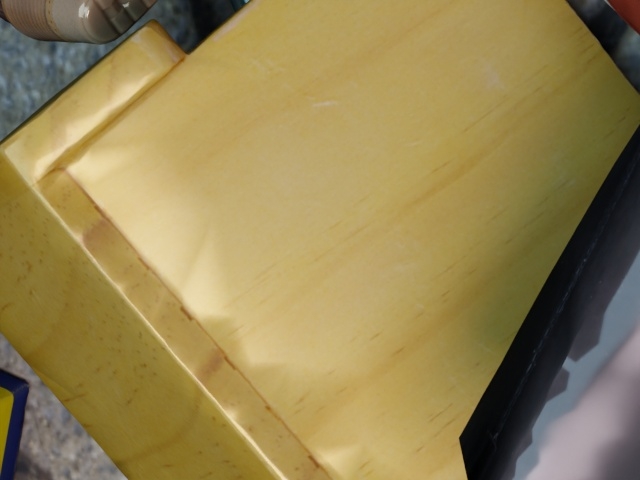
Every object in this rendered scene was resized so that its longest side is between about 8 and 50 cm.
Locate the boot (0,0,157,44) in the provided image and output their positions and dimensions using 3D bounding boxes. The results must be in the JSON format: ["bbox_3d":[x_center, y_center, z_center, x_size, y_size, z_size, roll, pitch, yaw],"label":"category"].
[{"bbox_3d":[-0.114,-0.221,1.188,0.207,0.248,0.090,30,154,48],"label":"boot"}]

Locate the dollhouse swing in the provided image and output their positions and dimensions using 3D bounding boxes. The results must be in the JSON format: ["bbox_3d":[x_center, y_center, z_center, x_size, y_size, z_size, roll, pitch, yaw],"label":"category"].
[{"bbox_3d":[0.000,0.000,1.193,0.347,0.305,0.315,50,156,-9],"label":"dollhouse swing"}]

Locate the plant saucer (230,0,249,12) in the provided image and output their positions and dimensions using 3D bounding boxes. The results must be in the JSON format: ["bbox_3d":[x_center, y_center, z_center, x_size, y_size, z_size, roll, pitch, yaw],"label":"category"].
[{"bbox_3d":[-0.011,-0.167,1.209,0.119,0.021,0.119,6,106,22],"label":"plant saucer"}]

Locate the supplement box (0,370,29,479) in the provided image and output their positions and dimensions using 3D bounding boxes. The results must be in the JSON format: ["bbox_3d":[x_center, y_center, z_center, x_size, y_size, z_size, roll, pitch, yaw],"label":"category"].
[{"bbox_3d":[-0.379,0.199,1.282,0.194,0.356,0.195,20,110,19],"label":"supplement box"}]

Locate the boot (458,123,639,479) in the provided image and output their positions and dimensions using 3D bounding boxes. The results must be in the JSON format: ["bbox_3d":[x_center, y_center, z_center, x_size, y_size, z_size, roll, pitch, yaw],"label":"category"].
[{"bbox_3d":[0.315,0.012,0.900,0.367,0.146,0.445,26,105,1],"label":"boot"}]

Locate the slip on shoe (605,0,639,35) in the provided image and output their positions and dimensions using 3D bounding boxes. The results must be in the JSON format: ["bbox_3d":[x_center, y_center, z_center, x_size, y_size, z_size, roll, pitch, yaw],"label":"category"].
[{"bbox_3d":[0.239,-0.113,1.067,0.123,0.101,0.331,-41,84,29],"label":"slip on shoe"}]
